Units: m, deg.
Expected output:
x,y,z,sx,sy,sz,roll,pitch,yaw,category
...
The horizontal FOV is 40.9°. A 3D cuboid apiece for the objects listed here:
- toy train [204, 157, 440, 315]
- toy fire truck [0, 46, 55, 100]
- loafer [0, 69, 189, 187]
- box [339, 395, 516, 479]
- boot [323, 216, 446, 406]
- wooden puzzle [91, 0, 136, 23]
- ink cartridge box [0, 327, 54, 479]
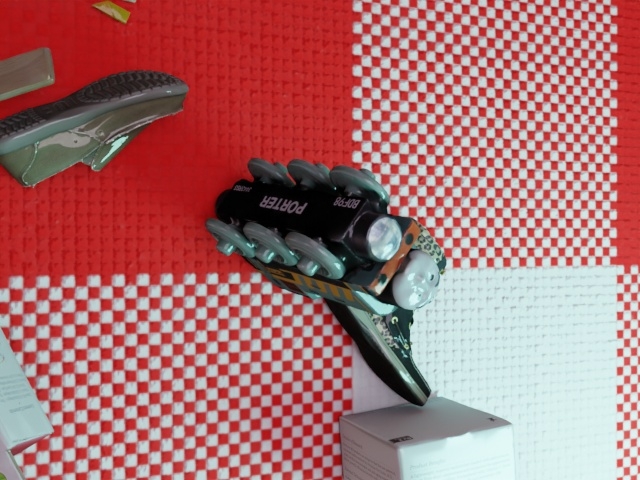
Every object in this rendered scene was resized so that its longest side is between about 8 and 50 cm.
x,y,z,sx,sy,sz,roll,pitch,yaw,category
0.000,0.000,1.054,0.190,0.334,0.142,43,71,-34,toy train
-0.442,-0.226,0.950,0.246,0.158,0.217,-2,91,-36,toy fire truck
-0.279,-0.138,1.056,0.251,0.094,0.087,-22,124,-14,loafer
0.146,0.303,1.190,0.181,0.182,0.119,-6,95,-24,box
0.129,0.102,1.234,0.178,0.085,0.236,-41,105,-21,boot
-0.267,-0.341,1.091,0.078,0.014,0.116,14,85,-28,wooden puzzle
-0.451,0.218,0.860,0.309,0.130,0.272,-29,84,-1,ink cartridge box
